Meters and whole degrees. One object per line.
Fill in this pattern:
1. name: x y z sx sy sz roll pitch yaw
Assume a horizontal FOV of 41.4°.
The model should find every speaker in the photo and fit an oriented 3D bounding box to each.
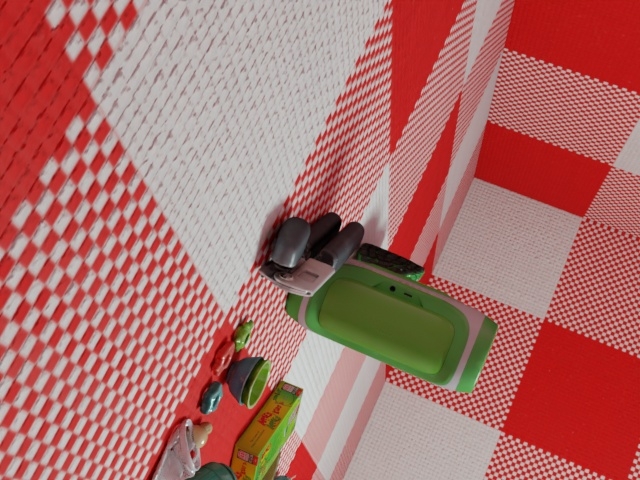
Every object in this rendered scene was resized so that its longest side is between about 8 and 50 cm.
1. speaker: 0.104 0.117 1.258 0.131 0.296 0.131 22 90 -78

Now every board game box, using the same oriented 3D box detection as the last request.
1. board game box: -0.087 0.319 1.380 0.181 0.043 0.092 -49 155 -57

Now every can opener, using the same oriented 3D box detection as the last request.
1. can opener: 0.000 0.000 1.133 0.283 0.076 0.095 -42 153 -66

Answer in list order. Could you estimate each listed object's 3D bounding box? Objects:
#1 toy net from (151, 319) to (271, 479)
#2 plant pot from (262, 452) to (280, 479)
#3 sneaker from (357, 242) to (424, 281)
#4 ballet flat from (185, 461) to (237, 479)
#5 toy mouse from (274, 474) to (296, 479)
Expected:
1. toy net: -0.126 0.204 1.017 0.232 0.045 0.122 -55 163 -46
2. plant pot: -0.124 0.445 1.481 0.236 0.032 0.236 21 90 -78
3. sneaker: 0.132 0.097 1.736 0.343 0.134 0.146 30 83 -78
4. ballet flat: -0.176 0.393 1.094 0.087 0.083 0.247 -12 126 -46
5. toy mouse: -0.094 0.538 1.769 0.143 0.031 0.161 -55 163 -45
